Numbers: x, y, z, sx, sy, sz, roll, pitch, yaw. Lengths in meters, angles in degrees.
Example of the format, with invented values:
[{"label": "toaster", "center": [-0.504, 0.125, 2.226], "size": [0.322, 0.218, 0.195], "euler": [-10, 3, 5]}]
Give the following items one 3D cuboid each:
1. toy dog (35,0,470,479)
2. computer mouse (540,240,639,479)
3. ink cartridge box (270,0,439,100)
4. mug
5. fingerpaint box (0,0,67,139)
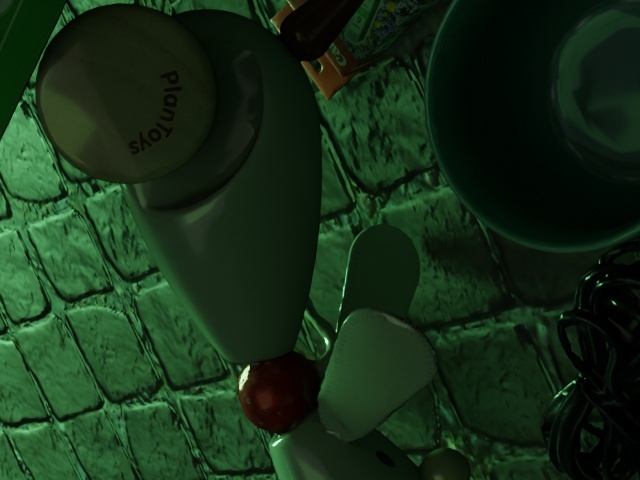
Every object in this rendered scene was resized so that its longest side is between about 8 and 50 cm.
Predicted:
[{"label": "toy dog", "center": [0.000, 0.000, 0.601], "size": [0.161, 0.220, 0.334], "euler": [-27, 118, 7]}, {"label": "computer mouse", "center": [0.232, 0.115, 0.529], "size": [0.272, 0.072, 0.188], "euler": [37, 150, 28]}, {"label": "ink cartridge box", "center": [0.013, -0.126, 0.624], "size": [0.063, 0.029, 0.115], "euler": [55, 134, 3]}, {"label": "mug", "center": [0.126, -0.077, 0.501], "size": [0.129, 0.097, 0.158], "euler": [21, 109, 33]}, {"label": "fingerpaint box", "center": [-0.242, -0.205, 0.594], "size": [0.445, 0.163, 0.371], "euler": [-49, 43, 42]}]
